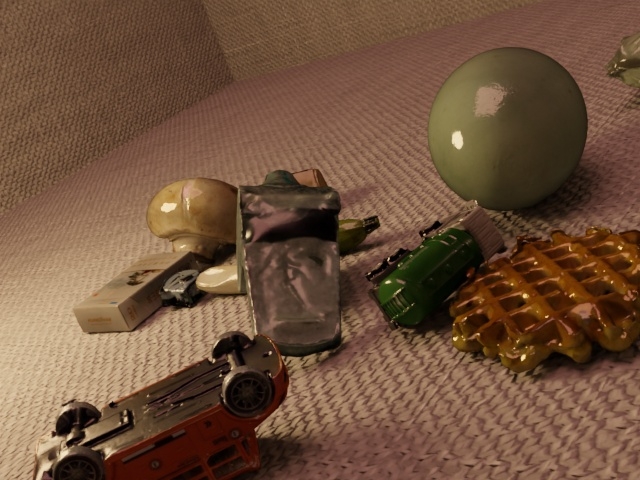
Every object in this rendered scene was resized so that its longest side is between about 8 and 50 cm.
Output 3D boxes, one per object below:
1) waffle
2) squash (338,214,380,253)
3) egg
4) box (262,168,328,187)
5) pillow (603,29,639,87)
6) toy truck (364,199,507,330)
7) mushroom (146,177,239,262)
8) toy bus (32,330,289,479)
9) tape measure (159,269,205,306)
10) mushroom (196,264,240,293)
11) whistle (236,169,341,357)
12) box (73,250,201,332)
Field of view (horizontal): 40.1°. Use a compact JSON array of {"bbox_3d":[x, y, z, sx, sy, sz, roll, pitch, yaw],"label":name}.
[{"bbox_3d":[0.314,0.067,1.171,0.302,0.068,0.325,-3,25,42],"label":"waffle"},{"bbox_3d":[0.000,0.000,1.693,0.252,0.066,0.066,-11,22,31],"label":"squash"},{"bbox_3d":[0.330,-0.199,1.552,0.276,0.276,0.389,-12,20,26],"label":"egg"},{"bbox_3d":[-0.054,-0.093,1.953,0.177,0.111,0.111,-12,19,1],"label":"box"},{"bbox_3d":[0.777,-0.398,1.827,0.310,0.138,0.283,-2,18,41],"label":"pillow"},{"bbox_3d":[0.172,0.039,1.308,0.242,0.101,0.125,-37,5,-35],"label":"toy truck"},{"bbox_3d":[-0.254,-0.048,1.920,0.255,0.255,0.184,-2,70,45],"label":"mushroom"},{"bbox_3d":[-0.185,0.246,1.101,0.329,0.153,0.143,-26,21,-7],"label":"toy bus"},{"bbox_3d":[-0.274,0.097,1.749,0.091,0.054,0.094,-7,26,23],"label":"tape measure"},{"bbox_3d":[-0.149,0.072,1.665,0.209,0.071,0.084,-9,52,39],"label":"mushroom"},{"bbox_3d":[-0.050,0.022,1.447,0.168,0.188,0.404,0,22,-8],"label":"whistle"},{"bbox_3d":[-0.379,0.105,1.825,0.150,0.067,0.233,-8,23,39],"label":"box"}]
